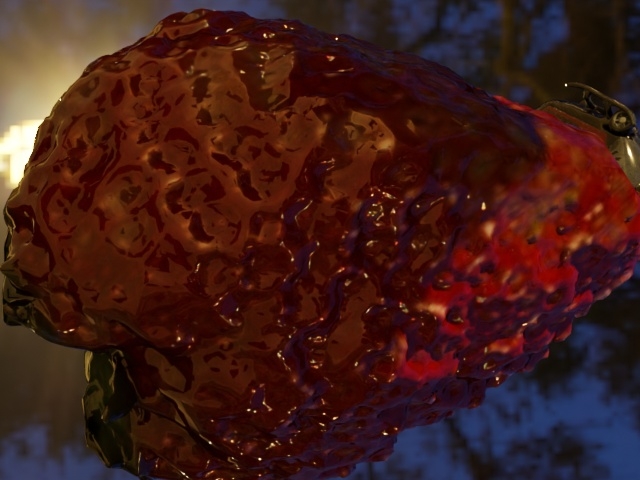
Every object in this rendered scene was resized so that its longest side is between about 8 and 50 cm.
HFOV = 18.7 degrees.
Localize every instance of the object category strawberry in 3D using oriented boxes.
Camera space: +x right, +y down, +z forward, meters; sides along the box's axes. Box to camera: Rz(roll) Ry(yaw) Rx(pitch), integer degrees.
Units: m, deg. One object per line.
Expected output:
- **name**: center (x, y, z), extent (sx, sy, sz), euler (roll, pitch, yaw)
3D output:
- **strawberry**: center (-0.004, -0.005, 0.485), extent (0.131, 0.148, 0.131), euler (57, 9, -14)

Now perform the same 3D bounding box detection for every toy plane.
- **toy plane**: center (0.135, -0.028, 0.903), extent (0.060, 0.037, 0.145), euler (-49, -133, -4)
